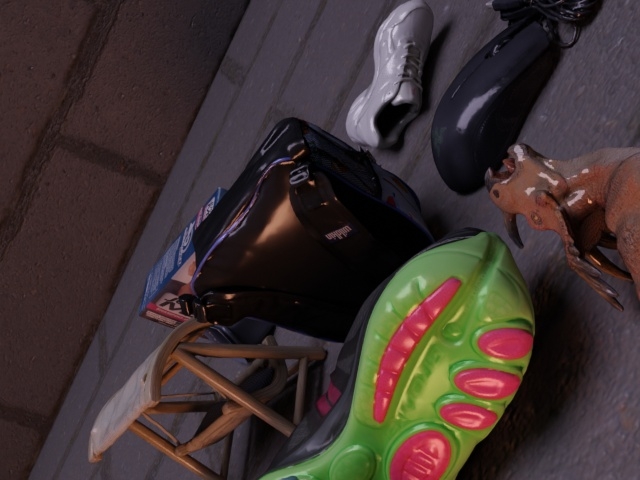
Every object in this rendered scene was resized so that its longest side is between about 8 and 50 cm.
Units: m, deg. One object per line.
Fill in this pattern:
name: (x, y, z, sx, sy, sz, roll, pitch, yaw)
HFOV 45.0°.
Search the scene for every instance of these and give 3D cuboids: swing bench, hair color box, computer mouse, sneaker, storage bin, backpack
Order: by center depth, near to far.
sneaker: (0.071, 0.188, 0.795, 0.483, 0.185, 0.202, -57, -4, 30)
computer mouse: (0.201, -0.192, 0.927, 0.272, 0.072, 0.188, -64, 24, 7)
backpack: (0.000, 0.000, 0.953, 0.276, 0.263, 0.213, -48, 24, 30)
swing bench: (-0.167, 0.233, 1.111, 0.253, 0.254, 0.165, -43, 33, 45)
sneaker: (0.124, -0.237, 1.143, 0.115, 0.090, 0.232, 43, 118, 59)
storage bin: (-0.136, 0.154, 1.347, 0.091, 0.098, 0.135, -44, 16, -19)
hair color box: (-0.192, 0.058, 1.436, 0.347, 0.173, 0.105, -42, 34, 46)

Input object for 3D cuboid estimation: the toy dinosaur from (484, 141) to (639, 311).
toy dinosaur: (0.259, 0.009, 0.562, 0.200, 0.127, 0.296, -60, 35, 36)

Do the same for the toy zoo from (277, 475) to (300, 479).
toy zoo: (0.014, 0.352, 0.675, 0.192, 0.030, 0.293, -34, 68, 36)
